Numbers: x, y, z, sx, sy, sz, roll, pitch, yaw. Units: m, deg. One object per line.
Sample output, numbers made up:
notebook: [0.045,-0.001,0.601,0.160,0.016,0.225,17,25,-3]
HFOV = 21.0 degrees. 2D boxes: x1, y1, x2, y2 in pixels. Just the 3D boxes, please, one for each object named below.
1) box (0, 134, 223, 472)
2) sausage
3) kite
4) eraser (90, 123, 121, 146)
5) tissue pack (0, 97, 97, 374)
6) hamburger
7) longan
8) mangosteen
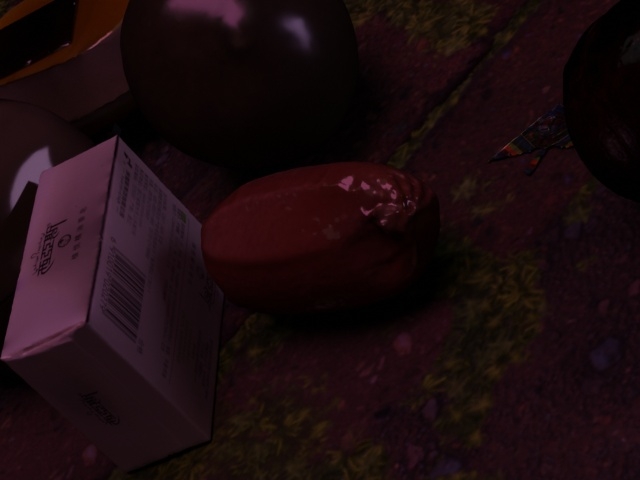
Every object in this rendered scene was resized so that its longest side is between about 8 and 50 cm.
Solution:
box: [-0.190,0.060,1.663,0.111,0.194,0.260,-25,37,21]
sausage: [0.000,0.000,1.601,0.254,0.148,0.148,-3,50,34]
kite: [0.213,-0.096,1.619,0.122,0.004,0.090,-2,50,42]
eraser: [-0.261,-0.103,2.053,0.038,0.019,0.083,-23,39,26]
tissue pack: [-0.401,-0.014,1.872,0.387,0.277,0.267,1,50,42]
hamburger: [-0.287,-0.208,2.074,0.295,0.151,0.227,-11,41,30]
longan: [-0.083,-0.196,1.793,0.258,0.258,0.258,-25,38,21]
mangosteen: [0.305,-0.110,1.398,0.216,0.216,0.216,-25,38,21]
